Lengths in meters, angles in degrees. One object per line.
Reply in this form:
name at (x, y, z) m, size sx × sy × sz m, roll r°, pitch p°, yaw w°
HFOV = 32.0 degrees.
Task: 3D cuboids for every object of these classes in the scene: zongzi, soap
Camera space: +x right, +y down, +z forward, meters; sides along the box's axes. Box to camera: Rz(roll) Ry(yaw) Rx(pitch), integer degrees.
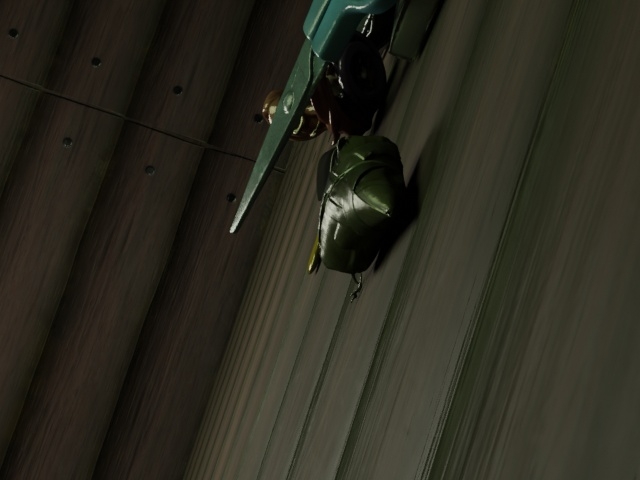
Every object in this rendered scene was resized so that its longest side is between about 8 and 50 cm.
zongzi at (0.028, 0.008, 0.867) m, size 0.130 × 0.062 × 0.154 m, roll -103°, pitch 24°, yaw -58°
soap at (0.000, 0.000, 1.379) m, size 0.034 × 0.012 × 0.089 m, roll 130°, pitch 158°, yaw -75°

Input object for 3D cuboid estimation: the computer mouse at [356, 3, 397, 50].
computer mouse at (0.073, -0.315, 1.278) m, size 0.231 × 0.071 × 0.126 m, roll 104°, pitch 147°, yaw -43°

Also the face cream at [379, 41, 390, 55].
face cream at (0.076, -0.264, 1.408) m, size 0.130 × 0.034 × 0.034 m, roll 115°, pitch 172°, yaw -57°

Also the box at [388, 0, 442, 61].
box at (0.105, -0.269, 1.113) m, size 0.177 × 0.036 × 0.115 m, roll -79°, pitch 8°, yaw -53°

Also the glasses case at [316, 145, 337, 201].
glasses case at (0.022, -0.074, 1.285) m, size 0.190 × 0.042 × 0.072 m, roll -160°, pitch 81°, yaw -85°

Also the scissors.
scissors at (-0.013, -0.179, 1.177) m, size 0.447 × 0.029 × 0.192 m, roll -62°, pitch 32°, yaw 31°

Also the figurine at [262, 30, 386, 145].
figurine at (0.006, -0.157, 1.276) m, size 0.157 × 0.114 × 0.126 m, roll -44°, pitch 4°, yaw 37°

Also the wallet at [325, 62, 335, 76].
wallet at (0.062, -0.370, 1.823) m, size 0.335 × 0.068 × 0.275 m, roll -65°, pitch 8°, yaw -9°
